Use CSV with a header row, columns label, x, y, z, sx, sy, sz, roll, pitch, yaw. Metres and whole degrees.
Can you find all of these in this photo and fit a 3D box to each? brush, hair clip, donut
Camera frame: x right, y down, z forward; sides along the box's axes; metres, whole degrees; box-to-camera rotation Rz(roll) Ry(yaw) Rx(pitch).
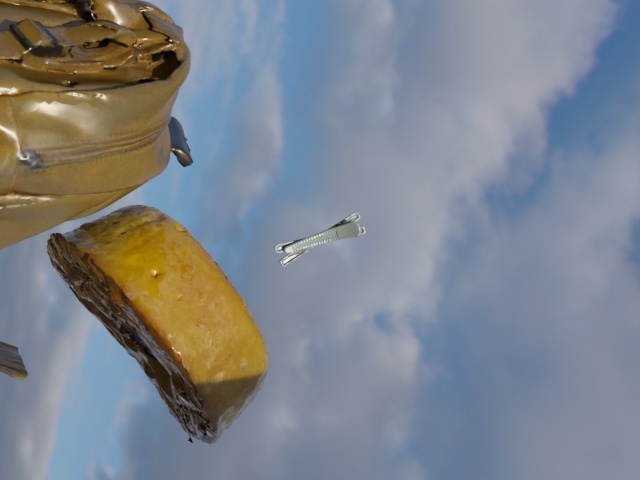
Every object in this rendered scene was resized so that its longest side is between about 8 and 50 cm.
label,x,y,z,sx,sy,sz,roll,pitch,yaw
brush,-0.568,0.123,1.432,0.020,0.336,0.085,-47,-136,10
hair clip,-0.001,-0.001,1.230,0.039,0.115,0.030,-55,123,-90
donut,-0.163,0.079,1.047,0.277,0.108,0.277,42,-25,24

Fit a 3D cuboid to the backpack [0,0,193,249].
label,x,y,z,sx,sy,sz,roll,pitch,yaw
backpack,-0.295,-0.113,0.844,0.353,0.378,0.201,-115,-153,-51
